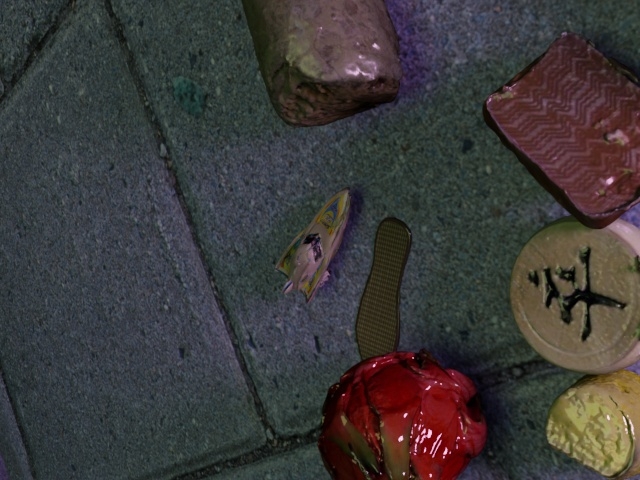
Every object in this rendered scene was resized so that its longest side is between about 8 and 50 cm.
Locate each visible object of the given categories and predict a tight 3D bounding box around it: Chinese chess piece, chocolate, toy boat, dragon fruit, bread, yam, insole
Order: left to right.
[{"bbox_3d":[-0.007,-0.308,1.106,0.195,0.195,0.300,-24,82,44],"label":"yam"},{"bbox_3d":[0.000,0.000,1.255,0.084,0.066,0.210,45,126,26],"label":"toy boat"},{"bbox_3d":[0.092,0.086,1.226,0.086,0.005,0.253,22,113,38],"label":"insole"},{"bbox_3d":[0.113,0.264,1.066,0.293,0.234,0.233,-111,27,-69],"label":"dragon fruit"},{"bbox_3d":[0.312,0.062,0.951,0.188,0.083,0.188,5,97,43],"label":"Chinese chess piece"},{"bbox_3d":[0.297,-0.115,0.905,0.148,0.093,0.214,-40,65,8],"label":"chocolate"},{"bbox_3d":[0.336,0.210,0.948,0.129,0.114,0.111,22,106,36],"label":"bread"}]
